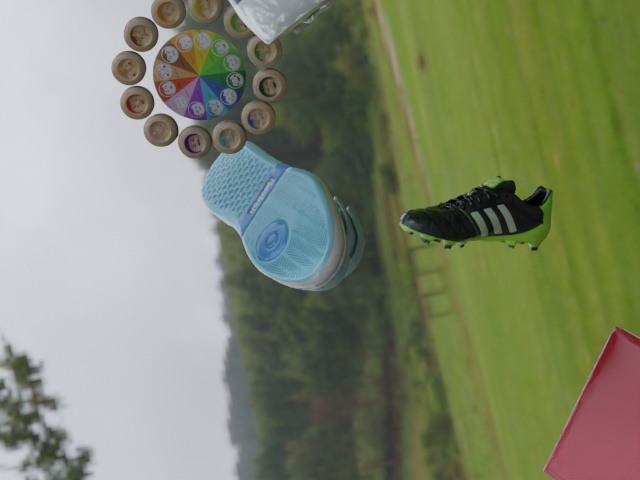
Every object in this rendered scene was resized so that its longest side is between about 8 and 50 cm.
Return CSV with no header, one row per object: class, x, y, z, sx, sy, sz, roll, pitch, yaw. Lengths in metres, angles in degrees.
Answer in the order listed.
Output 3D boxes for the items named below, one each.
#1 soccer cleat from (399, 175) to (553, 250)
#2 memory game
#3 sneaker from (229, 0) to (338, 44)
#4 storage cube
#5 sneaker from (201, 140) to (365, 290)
soccer cleat,0.159,-0.030,1.450,0.060,0.179,0.072,31,115,57
memory game,-0.126,-0.172,1.492,0.012,0.186,0.186,-86,-14,-66
sneaker,0.043,-0.211,0.527,0.127,0.321,0.126,45,153,-12
storage cube,0.411,0.235,1.636,0.215,0.183,0.193,30,99,44
sneaker,0.000,0.000,1.715,0.208,0.127,0.319,35,-173,-33
